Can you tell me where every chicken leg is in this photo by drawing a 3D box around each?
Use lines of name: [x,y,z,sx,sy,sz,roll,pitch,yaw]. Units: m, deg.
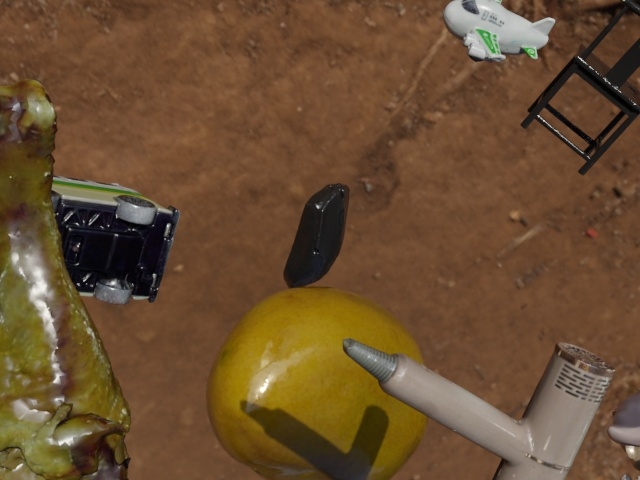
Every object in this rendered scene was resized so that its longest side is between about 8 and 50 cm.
chicken leg: [-0.231,0.078,0.684,0.211,0.361,0.140,-8,-177,33]

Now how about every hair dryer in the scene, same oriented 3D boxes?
hair dryer: [0.103,0.157,0.735,0.220,0.053,0.195,18,101,-19]

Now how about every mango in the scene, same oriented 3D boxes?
mango: [-0.001,0.215,1.305,0.445,0.232,0.300,22,84,-56]

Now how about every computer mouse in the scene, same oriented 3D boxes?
computer mouse: [0.000,0.000,1.608,0.122,0.073,0.217,-46,157,-57]

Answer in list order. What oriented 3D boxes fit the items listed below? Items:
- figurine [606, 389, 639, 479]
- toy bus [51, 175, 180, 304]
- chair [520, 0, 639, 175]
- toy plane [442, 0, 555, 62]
figurine: [0.485,0.303,1.343,0.137,0.229,0.112,6,143,-1]
toy bus: [-0.365,-0.017,1.224,0.305,0.179,0.143,6,106,-43]
chair: [0.471,-0.260,1.528,0.260,0.154,0.141,-51,179,27]
toy plane: [0.279,-0.341,1.467,0.174,0.174,0.080,-12,149,-24]
